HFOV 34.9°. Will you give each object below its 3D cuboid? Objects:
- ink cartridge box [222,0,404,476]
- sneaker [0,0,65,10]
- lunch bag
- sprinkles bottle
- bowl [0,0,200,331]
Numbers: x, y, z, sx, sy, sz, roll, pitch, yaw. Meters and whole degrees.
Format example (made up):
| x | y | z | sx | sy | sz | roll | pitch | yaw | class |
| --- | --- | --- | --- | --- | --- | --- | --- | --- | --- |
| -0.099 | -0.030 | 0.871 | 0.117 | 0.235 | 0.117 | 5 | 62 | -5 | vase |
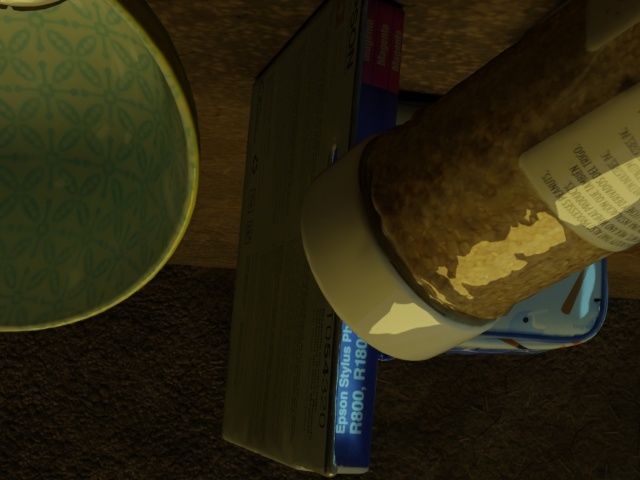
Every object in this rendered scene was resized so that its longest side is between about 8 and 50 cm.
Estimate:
| x | y | z | sx | sy | sz | roll | pitch | yaw | class |
| --- | --- | --- | --- | --- | --- | --- | --- | --- | --- |
| 0.000 | 0.000 | 0.756 | 0.071 | 0.324 | 0.330 | 7 | 172 | -17 | ink cartridge box |
| -0.237 | -0.189 | 0.445 | 0.283 | 0.107 | 0.124 | 3 | 158 | -14 | sneaker |
| 0.120 | -0.004 | 0.968 | 0.303 | 0.243 | 0.115 | 5 | 172 | -11 | lunch bag |
| 0.149 | -0.066 | 0.466 | 0.121 | 0.121 | 0.355 | 12 | 144 | -45 | sprinkles bottle |
| -0.214 | -0.097 | 0.676 | 0.289 | 0.289 | 0.156 | 4 | -146 | 1 | bowl |
